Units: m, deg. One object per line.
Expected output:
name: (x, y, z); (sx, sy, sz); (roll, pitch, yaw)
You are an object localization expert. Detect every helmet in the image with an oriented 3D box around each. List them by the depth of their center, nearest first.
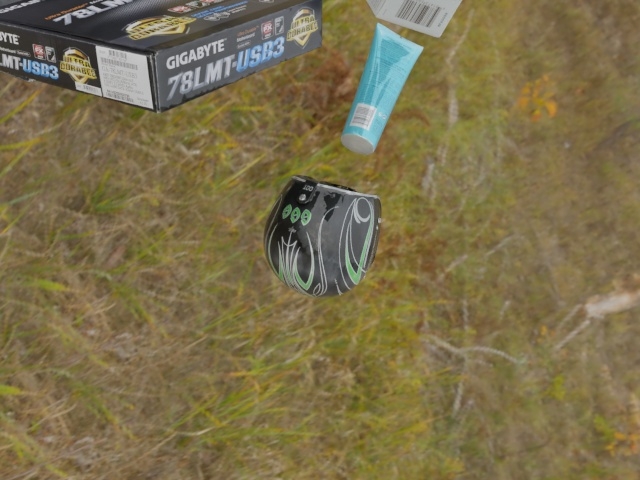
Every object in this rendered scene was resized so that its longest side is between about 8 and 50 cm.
helmet: (0.000, 0.000, 1.301); (0.169, 0.169, 0.161); (10, 98, -38)

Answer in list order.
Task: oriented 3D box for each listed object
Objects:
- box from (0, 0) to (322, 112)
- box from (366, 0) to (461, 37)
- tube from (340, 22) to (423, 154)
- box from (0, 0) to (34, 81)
box: (-0.197, -0.248, 1.100); (0.295, 0.293, 0.073); (-34, 134, -45)
box: (0.118, -0.324, 1.154); (0.101, 0.102, 0.087); (10, 39, -30)
tube: (0.088, -0.227, 1.393); (0.080, 0.052, 0.207); (28, 67, -13)
box: (-0.523, -0.539, 1.296); (0.480, 0.472, 0.297); (20, 18, -8)
